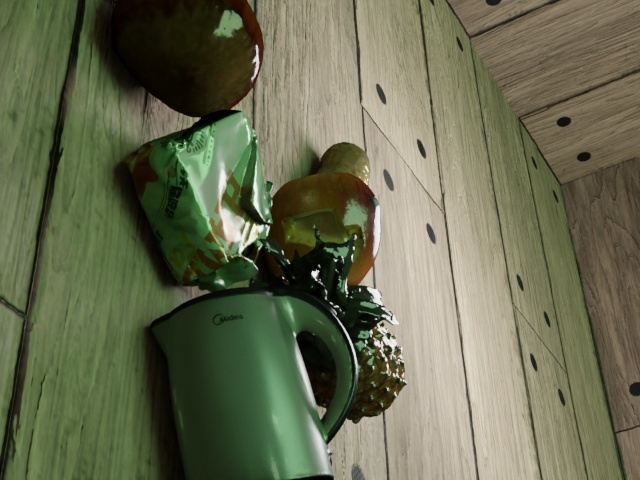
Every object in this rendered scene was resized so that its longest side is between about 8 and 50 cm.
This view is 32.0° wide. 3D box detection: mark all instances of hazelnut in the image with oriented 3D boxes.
[{"bbox_3d":[-0.160,-0.268,1.443,0.210,0.186,0.210,1,89,-30],"label":"hazelnut"}]

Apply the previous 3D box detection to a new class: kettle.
[{"bbox_3d":[-0.063,0.169,1.263,0.161,0.221,0.236,92,-16,-69],"label":"kettle"}]

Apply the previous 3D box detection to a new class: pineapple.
[{"bbox_3d":[0.019,0.113,1.466,0.364,0.165,0.166,68,14,-55],"label":"pineapple"}]

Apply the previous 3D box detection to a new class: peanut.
[{"bbox_3d":[0.032,-0.098,1.870,0.099,0.099,0.214,63,21,-15],"label":"peanut"}]

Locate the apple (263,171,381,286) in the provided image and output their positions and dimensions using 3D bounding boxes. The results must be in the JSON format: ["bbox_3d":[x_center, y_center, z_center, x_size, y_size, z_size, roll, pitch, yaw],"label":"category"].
[{"bbox_3d":[0.000,0.000,1.611,0.199,0.199,0.199,49,30,-41],"label":"apple"}]

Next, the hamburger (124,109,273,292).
[{"bbox_3d":[-0.135,-0.051,1.403,0.235,0.125,0.214,-49,125,-61],"label":"hamburger"}]

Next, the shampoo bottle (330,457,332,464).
[{"bbox_3d":[-0.071,0.192,1.412,0.260,0.064,0.102,64,23,-11],"label":"shampoo bottle"}]

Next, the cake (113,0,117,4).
[{"bbox_3d":[-0.284,-0.460,1.513,0.158,0.172,0.284,32,75,-47],"label":"cake"}]
